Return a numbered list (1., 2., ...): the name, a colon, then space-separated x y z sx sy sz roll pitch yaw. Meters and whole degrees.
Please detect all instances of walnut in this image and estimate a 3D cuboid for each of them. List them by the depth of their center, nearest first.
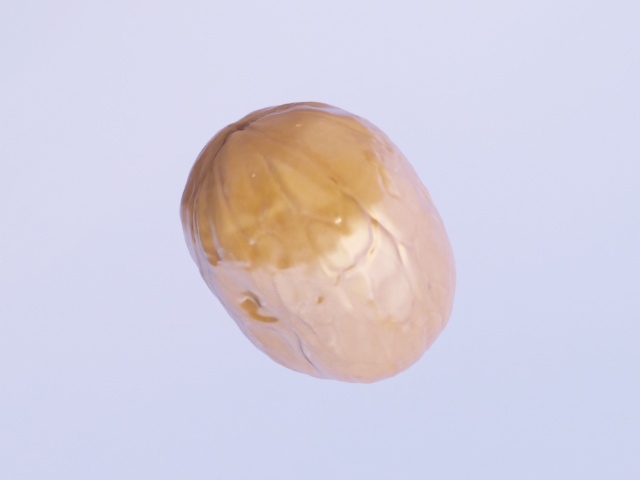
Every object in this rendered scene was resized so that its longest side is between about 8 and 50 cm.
1. walnut: 0.000 0.000 0.832 0.165 0.197 0.165 -27 -159 11
